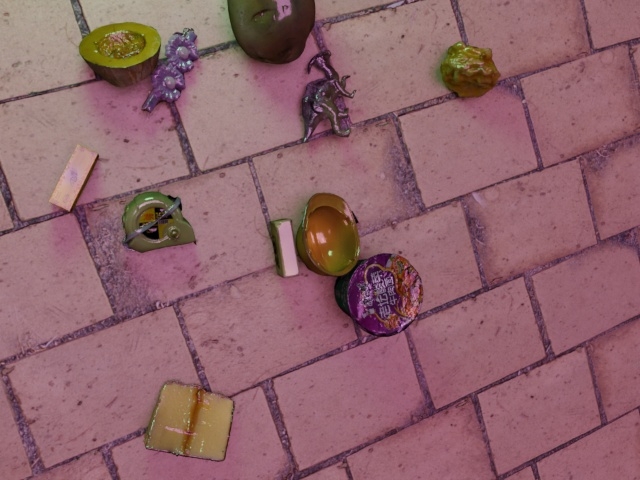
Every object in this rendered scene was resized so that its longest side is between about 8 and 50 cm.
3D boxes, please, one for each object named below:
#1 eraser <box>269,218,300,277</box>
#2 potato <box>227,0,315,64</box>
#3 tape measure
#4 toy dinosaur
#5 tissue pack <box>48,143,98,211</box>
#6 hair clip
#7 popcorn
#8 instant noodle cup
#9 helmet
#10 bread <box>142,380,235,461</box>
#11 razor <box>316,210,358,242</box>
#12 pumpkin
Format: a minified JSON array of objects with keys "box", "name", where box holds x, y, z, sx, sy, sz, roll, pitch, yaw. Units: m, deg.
[{"box":[-0.108,0.022,1.842,0.058,0.117,0.172,-10,95,-13],"name":"eraser"},{"box":[-0.140,-0.673,1.741,0.243,0.221,0.326,-7,93,17],"name":"potato"},{"box":[-0.466,-0.052,1.731,0.200,0.106,0.175,-13,110,-15],"name":"tape measure"},{"box":[0.023,-0.435,1.890,0.162,0.077,0.294,11,75,-14],"name":"toy dinosaur"},{"box":[-0.665,-0.168,1.664,0.062,0.095,0.176,27,84,-17],"name":"tissue pack"},{"box":[-0.422,-0.481,1.746,0.106,0.084,0.292,32,77,-35],"name":"hair clip"},{"box":[0.486,-0.554,1.980,0.198,0.197,0.155,25,83,-17],"name":"popcorn"},{"box":[0.164,0.158,1.898,0.251,0.190,0.251,-1,92,-19],"name":"instant noodle cup"},{"box":[0.000,0.000,1.850,0.205,0.140,0.256,7,68,-33],"name":"helmet"},{"box":[-0.369,0.516,1.769,0.240,0.135,0.178,17,87,-16],"name":"bread"},{"box":[0.052,-0.037,1.938,0.155,0.028,0.044,-32,102,-14],"name":"razor"},{"box":[-0.534,-0.496,1.677,0.217,0.217,0.110,-19,137,-16],"name":"pumpkin"}]
